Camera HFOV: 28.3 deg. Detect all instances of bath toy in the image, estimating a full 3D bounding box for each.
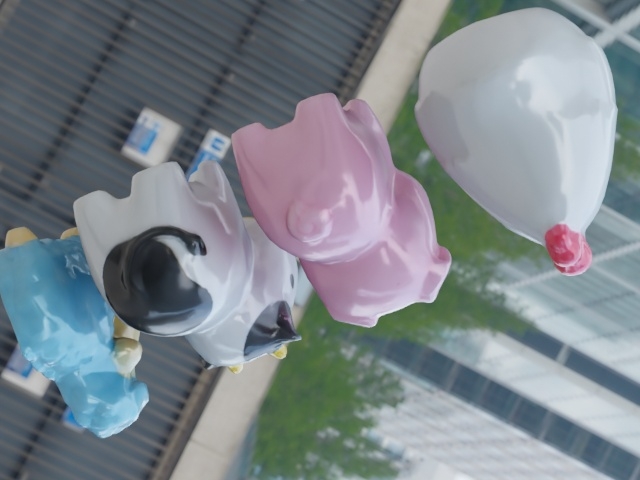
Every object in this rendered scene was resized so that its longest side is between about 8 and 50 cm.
[{"bbox_3d":[0.000,0.000,0.674,0.348,0.129,0.151,-23,173,24],"label":"bath toy"}]
